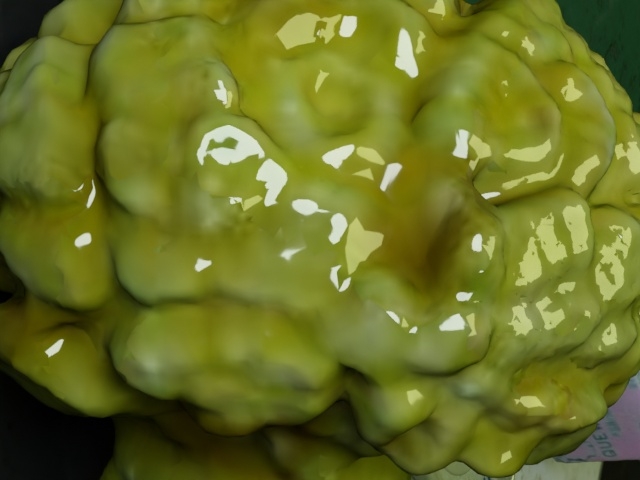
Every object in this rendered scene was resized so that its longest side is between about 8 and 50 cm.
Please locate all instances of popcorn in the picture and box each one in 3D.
[{"bbox_3d":[0.000,0.000,0.748,0.270,0.258,0.224,37,41,-44],"label":"popcorn"}]

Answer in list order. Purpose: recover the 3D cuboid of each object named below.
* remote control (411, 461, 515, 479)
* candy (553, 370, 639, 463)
[{"bbox_3d":[0.045,0.069,0.993,0.221,0.042,0.078,61,43,-33],"label":"remote control"},{"bbox_3d":[0.148,0.053,1.103,0.160,0.092,0.073,59,38,-33],"label":"candy"}]
